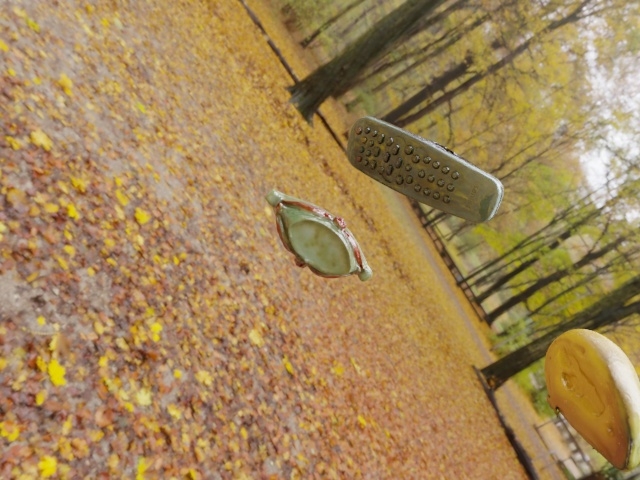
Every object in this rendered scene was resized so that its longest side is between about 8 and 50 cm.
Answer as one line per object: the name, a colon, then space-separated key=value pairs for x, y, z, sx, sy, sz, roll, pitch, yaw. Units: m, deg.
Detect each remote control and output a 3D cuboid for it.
remote control: x=0.119 y=-0.088 z=0.655 sx=0.222 sy=0.072 sz=0.042 roll=33 pitch=29 yaw=34

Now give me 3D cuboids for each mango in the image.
mango: x=0.302 y=0.165 z=0.593 sx=0.066 sy=0.101 sz=0.188 roll=17 pitch=26 yaw=-7

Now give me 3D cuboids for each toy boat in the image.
toy boat: x=-0.001 y=0.000 z=0.726 sx=0.185 sy=0.089 sz=0.071 roll=40 pitch=12 yaw=-10
